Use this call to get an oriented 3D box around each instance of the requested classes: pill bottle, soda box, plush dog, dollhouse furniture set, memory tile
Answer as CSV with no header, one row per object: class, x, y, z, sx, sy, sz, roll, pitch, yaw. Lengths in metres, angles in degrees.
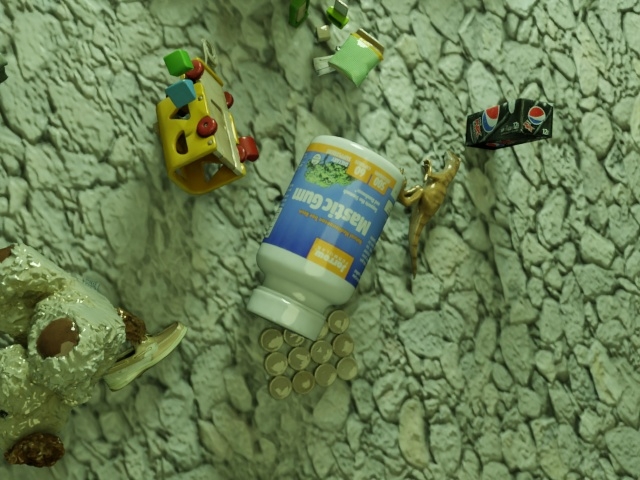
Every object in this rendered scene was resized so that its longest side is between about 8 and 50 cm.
pill bottle,0.000,0.000,1.176,0.152,0.152,0.272,27,81,-16
soda box,0.288,-0.178,1.262,0.060,0.169,0.053,6,87,-18
plush dog,-0.358,0.164,1.050,0.225,0.262,0.210,-53,144,0
dollhouse furniture set,0.025,-0.308,1.210,0.151,0.058,0.076,38,74,5
memory tile,-0.017,0.174,1.243,0.147,0.012,0.113,-13,94,-18

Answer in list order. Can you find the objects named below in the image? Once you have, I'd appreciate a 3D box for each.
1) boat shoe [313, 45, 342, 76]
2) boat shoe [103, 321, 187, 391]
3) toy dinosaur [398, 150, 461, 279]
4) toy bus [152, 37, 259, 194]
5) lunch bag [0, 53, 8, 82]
boat shoe,0.035,-0.283,1.251,0.100,0.035,0.035,-22,99,-10
boat shoe,-0.250,0.155,1.146,0.135,0.050,0.045,-39,107,-14
toy dinosaur,0.160,-0.056,1.276,0.112,0.064,0.212,30,81,-17
toy bus,-0.179,-0.165,1.139,0.104,0.202,0.191,-23,106,14
lunch bag,-0.570,-0.229,0.981,0.287,0.169,0.235,45,77,-18
